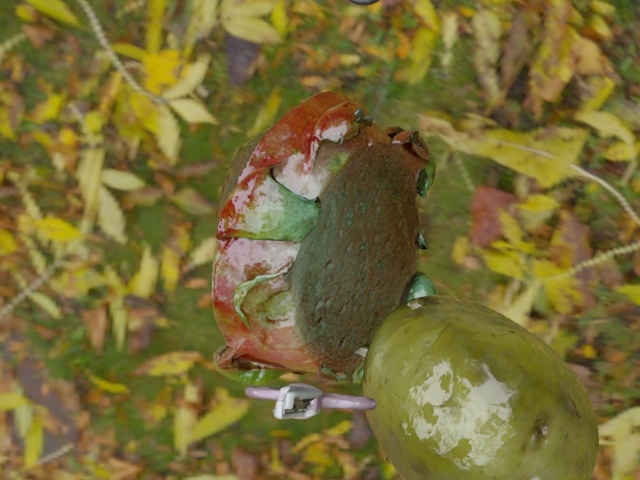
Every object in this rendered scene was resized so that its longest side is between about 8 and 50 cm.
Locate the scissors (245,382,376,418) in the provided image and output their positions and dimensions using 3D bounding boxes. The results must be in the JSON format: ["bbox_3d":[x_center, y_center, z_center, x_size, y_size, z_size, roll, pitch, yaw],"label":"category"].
[{"bbox_3d":[-0.012,0.098,0.999,0.085,0.176,0.022,7,87,6],"label":"scissors"}]

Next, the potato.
[{"bbox_3d":[0.112,0.123,1.212,0.148,0.197,0.228,-42,29,-4],"label":"potato"}]

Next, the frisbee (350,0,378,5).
[{"bbox_3d":[0.031,-0.352,1.565,0.187,0.012,0.211,40,69,-17],"label":"frisbee"}]

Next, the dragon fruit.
[{"bbox_3d":[0.000,0.000,1.405,0.130,0.295,0.268,15,71,32],"label":"dragon fruit"}]
